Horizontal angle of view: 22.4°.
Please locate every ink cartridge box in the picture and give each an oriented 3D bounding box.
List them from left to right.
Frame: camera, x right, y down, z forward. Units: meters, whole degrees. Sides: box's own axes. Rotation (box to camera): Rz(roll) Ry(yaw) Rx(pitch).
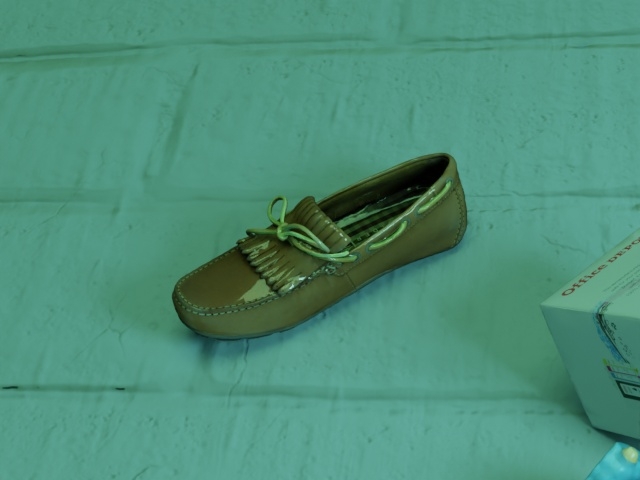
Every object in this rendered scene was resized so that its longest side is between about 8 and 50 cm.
[{"bbox_3d":[0.381,0.101,1.657,0.171,0.168,0.232,-33,20,-24],"label":"ink cartridge box"}]

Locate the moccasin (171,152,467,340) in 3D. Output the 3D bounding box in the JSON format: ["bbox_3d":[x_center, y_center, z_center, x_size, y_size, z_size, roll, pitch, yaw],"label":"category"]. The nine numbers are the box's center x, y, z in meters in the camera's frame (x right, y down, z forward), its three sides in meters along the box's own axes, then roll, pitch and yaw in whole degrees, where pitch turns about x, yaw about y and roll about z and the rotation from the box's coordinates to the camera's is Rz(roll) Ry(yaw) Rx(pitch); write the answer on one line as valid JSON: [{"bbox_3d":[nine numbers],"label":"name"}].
[{"bbox_3d":[0.001,0.002,1.911,0.380,0.147,0.139,-20,43,-11],"label":"moccasin"}]

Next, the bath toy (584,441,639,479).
[{"bbox_3d":[0.367,0.344,1.492,0.129,0.151,0.348,-52,49,12],"label":"bath toy"}]
